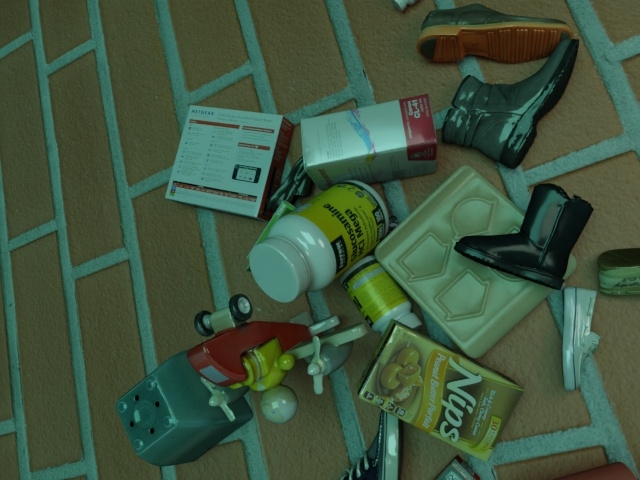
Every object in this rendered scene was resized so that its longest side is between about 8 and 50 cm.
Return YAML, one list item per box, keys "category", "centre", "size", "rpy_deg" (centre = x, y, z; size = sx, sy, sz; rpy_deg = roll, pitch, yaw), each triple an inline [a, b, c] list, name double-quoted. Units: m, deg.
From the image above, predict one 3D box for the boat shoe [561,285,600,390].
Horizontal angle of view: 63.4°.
- category: "boat shoe"
  centre: [0.561, 0.211, 1.115]
  size: [0.075, 0.083, 0.226]
  rpy_deg: [1, 81, 24]

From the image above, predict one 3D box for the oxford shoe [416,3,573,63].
- category: "oxford shoe"
  centre: [0.427, -0.530, 1.280]
  size: [0.363, 0.130, 0.133]
  rpy_deg: [8, 69, 17]

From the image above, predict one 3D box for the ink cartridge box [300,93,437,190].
- category: "ink cartridge box"
  centre: [0.123, -0.229, 1.269]
  size: [0.306, 0.226, 0.131]
  rpy_deg: [-7, 79, 9]

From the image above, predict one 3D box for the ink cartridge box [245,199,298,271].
- category: "ink cartridge box"
  centre: [-0.112, -0.007, 1.338]
  size: [0.097, 0.255, 0.189]
  rpy_deg: [35, 95, 24]

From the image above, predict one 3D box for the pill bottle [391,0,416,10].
- category: "pill bottle"
  centre: [0.248, -0.688, 1.410]
  size: [0.120, 0.067, 0.067]
  rpy_deg: [-45, 68, 10]

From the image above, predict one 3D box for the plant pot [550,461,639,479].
- category: "plant pot"
  centre: [0.527, 0.569, 0.985]
  size: [0.243, 0.275, 0.275]
  rpy_deg: [-32, 70, 6]

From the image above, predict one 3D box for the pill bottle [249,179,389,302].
- category: "pill bottle"
  centre: [0.000, 0.000, 1.202]
  size: [0.188, 0.334, 0.188]
  rpy_deg: [23, 129, 30]

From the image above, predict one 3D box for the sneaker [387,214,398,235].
- category: "sneaker"
  centre: [0.151, -0.035, 1.357]
  size: [0.119, 0.047, 0.057]
  rpy_deg: [-14, 49, 23]

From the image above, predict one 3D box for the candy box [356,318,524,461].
- category: "candy box"
  centre: [0.261, 0.329, 1.156]
  size: [0.316, 0.087, 0.183]
  rpy_deg: [27, 92, 0]

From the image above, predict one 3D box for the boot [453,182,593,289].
- category: "boot"
  centre: [0.437, -0.028, 1.123]
  size: [0.246, 0.094, 0.207]
  rpy_deg: [19, 88, 10]

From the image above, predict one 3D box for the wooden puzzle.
- category: "wooden puzzle"
  centre: [0.355, 0.047, 1.225]
  size: [0.322, 0.080, 0.348]
  rpy_deg: [-44, 73, 4]

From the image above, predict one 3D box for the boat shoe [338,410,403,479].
- category: "boat shoe"
  centre: [0.108, 0.551, 1.219]
  size: [0.158, 0.127, 0.341]
  rpy_deg: [2, 82, 15]

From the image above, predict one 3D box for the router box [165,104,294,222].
- category: "router box"
  centre: [-0.271, -0.232, 1.539]
  size: [0.335, 0.082, 0.301]
  rpy_deg: [13, 86, 24]

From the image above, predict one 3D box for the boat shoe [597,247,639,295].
- category: "boat shoe"
  centre: [0.733, 0.068, 1.071]
  size: [0.285, 0.104, 0.089]
  rpy_deg: [0, 118, 27]

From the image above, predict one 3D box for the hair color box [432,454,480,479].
- category: "hair color box"
  centre: [0.291, 0.571, 1.187]
  size: [0.072, 0.043, 0.141]
  rpy_deg: [42, 99, 22]

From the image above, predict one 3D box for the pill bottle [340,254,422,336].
- category: "pill bottle"
  centre: [0.150, 0.150, 1.277]
  size: [0.119, 0.119, 0.208]
  rpy_deg: [-39, 68, 12]

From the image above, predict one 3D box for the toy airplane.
- category: "toy airplane"
  centre: [-0.100, 0.289, 1.221]
  size: [0.384, 0.386, 0.272]
  rpy_deg: [-8, 68, -11]

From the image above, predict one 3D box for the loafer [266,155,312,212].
- category: "loafer"
  centre: [-0.055, -0.154, 1.446]
  size: [0.078, 0.080, 0.220]
  rpy_deg: [40, 99, 11]

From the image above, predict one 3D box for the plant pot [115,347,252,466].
- category: "plant pot"
  centre: [-0.385, 0.442, 1.378]
  size: [0.248, 0.252, 0.247]
  rpy_deg: [-39, 68, 12]

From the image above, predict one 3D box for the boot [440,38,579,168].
- category: "boot"
  centre: [0.446, -0.360, 1.247]
  size: [0.222, 0.118, 0.338]
  rpy_deg: [33, 93, 27]
